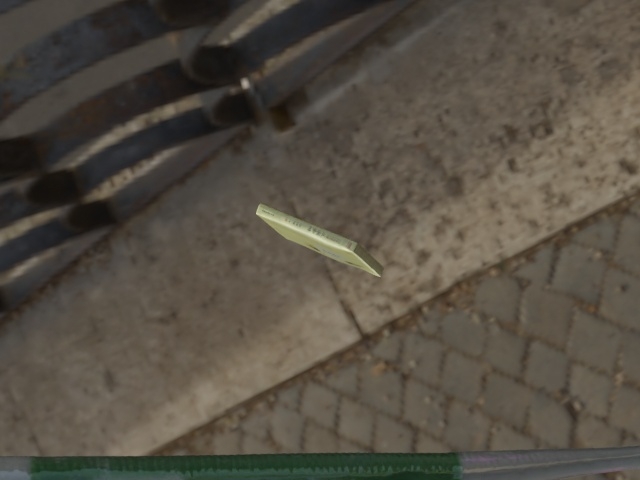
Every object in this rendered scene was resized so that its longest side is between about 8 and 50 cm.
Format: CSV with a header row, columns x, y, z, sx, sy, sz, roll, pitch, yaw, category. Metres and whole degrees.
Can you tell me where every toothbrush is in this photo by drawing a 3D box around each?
x,y,z,sx,sy,sz,roll,pitch,yaw,category
0.019,0.068,0.422,0.024,0.257,0.018,-114,27,-64,toothbrush

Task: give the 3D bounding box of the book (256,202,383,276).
x,y,z,sx,sy,sz,roll,pitch,yaw,category
0.000,0.001,1.375,0.111,0.077,0.014,23,82,27,book
